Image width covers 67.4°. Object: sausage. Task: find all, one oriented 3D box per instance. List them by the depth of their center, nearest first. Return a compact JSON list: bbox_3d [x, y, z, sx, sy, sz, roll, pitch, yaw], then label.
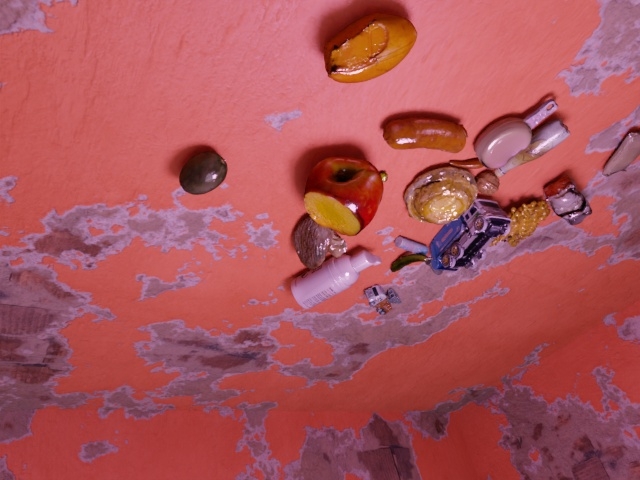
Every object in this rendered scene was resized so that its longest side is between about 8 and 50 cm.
[{"bbox_3d":[0.326,-0.327,1.495,0.271,0.108,0.108,-1,140,-17],"label":"sausage"}]

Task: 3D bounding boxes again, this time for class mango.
[{"bbox_3d":[0.125,-0.488,1.216,0.252,0.126,0.153,-21,130,-2],"label":"mango"}]

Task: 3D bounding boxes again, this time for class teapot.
[{"bbox_3d":[0.507,0.114,2.146,0.043,0.042,0.111,-34,134,23],"label":"teapot"}]

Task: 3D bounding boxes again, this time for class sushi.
[{"bbox_3d":[0.972,-0.152,1.885,0.124,0.129,0.332,-37,137,26],"label":"sushi"}]

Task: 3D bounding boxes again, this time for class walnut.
[{"bbox_3d":[0.609,-0.208,1.750,0.096,0.082,0.078,27,99,-38],"label":"walnut"}]

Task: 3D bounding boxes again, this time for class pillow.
[{"bbox_3d":[1.141,-0.326,1.782,0.119,0.053,0.208,-8,142,-14],"label":"pillow"}]

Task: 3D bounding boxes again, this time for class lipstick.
[{"bbox_3d":[0.378,0.024,1.985,0.158,0.048,0.048,17,132,-33],"label":"lipstick"}]

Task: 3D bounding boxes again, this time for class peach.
[{"bbox_3d":[0.082,-0.136,1.545,0.245,0.248,0.274,-27,155,-20],"label":"peach"}]

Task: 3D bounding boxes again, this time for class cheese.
[{"bbox_3d":[0.645,-0.353,1.576,0.286,0.082,0.163,-36,138,24],"label":"cheese"}]

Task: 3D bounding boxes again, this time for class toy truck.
[{"bbox_3d":[0.579,-0.008,1.905,0.146,0.175,0.367,6,138,-26],"label":"toy truck"},{"bbox_3d":[0.288,0.267,2.234,0.115,0.080,0.178,-33,139,15],"label":"toy truck"}]

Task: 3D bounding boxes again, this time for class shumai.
[{"bbox_3d":[0.000,0.000,1.784,0.153,0.161,0.209,-15,124,-35],"label":"shumai"}]

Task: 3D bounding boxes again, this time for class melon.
[{"bbox_3d":[-0.346,-0.201,1.431,0.167,0.114,0.114,-27,140,19],"label":"melon"}]

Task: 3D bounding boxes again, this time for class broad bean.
[{"bbox_3d":[0.374,0.092,2.031,0.227,0.039,0.069,-18,122,46],"label":"broad bean"}]

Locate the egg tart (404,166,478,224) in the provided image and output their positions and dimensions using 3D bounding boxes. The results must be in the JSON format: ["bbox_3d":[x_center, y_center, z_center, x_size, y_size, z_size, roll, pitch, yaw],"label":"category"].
[{"bbox_3d":[0.440,-0.146,1.740,0.279,0.094,0.278,-1,139,-1],"label":"egg tart"}]

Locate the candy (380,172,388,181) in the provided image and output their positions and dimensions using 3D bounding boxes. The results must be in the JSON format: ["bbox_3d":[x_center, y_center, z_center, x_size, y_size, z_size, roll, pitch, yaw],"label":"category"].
[{"bbox_3d":[0.172,-0.220,1.640,0.123,0.035,0.035,5,107,-9],"label":"candy"}]

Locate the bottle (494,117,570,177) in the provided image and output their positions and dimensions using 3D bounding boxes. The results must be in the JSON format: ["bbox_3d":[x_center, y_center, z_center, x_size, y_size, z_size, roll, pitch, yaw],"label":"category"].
[{"bbox_3d":[0.717,-0.310,1.653,0.083,0.083,0.270,20,136,-35],"label":"bottle"}]

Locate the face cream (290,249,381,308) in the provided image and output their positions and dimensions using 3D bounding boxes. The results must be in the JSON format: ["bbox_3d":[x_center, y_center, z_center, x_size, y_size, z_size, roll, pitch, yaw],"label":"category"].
[{"bbox_3d":[0.065,0.137,1.956,0.370,0.145,0.145,-32,138,19],"label":"face cream"}]

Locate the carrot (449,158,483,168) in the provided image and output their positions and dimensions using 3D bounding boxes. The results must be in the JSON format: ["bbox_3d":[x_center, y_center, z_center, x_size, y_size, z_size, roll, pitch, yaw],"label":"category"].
[{"bbox_3d":[0.517,-0.268,1.682,0.142,0.035,0.035,-2,140,-8],"label":"carrot"}]

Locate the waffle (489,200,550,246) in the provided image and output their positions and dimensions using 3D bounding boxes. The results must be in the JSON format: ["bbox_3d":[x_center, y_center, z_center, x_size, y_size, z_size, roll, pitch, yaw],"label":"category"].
[{"bbox_3d":[0.811,-0.061,1.950,0.293,0.069,0.259,-3,141,-40],"label":"waffle"}]
